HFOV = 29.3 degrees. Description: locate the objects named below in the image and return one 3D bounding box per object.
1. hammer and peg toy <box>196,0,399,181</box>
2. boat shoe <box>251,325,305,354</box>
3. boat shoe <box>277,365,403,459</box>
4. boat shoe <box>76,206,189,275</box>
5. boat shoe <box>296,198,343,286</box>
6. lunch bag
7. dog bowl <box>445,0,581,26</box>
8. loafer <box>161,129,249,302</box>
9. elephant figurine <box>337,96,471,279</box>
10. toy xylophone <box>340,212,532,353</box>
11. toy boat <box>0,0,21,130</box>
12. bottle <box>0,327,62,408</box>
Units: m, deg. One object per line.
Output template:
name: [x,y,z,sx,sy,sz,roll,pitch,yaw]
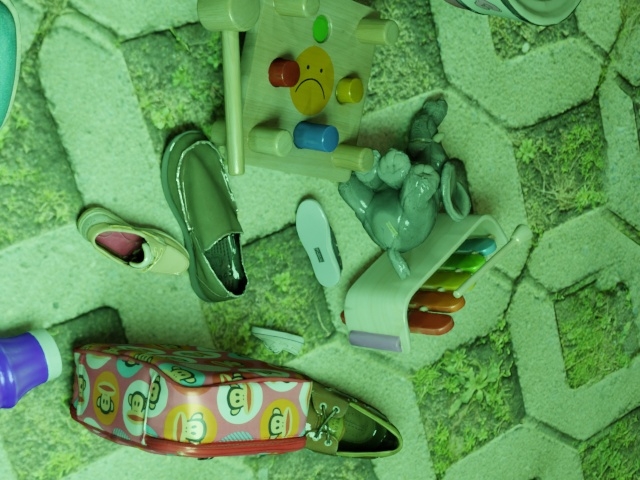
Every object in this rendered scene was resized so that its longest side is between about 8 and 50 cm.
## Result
hammer and peg toy: [-0.055,-0.213,1.629,0.361,0.127,0.266,5,97,-52]
boat shoe: [-0.064,0.149,1.796,0.100,0.035,0.035,20,84,-47]
boat shoe: [0.000,0.261,1.826,0.307,0.104,0.110,17,89,-41]
boat shoe: [-0.238,0.014,1.595,0.170,0.059,0.063,24,108,-36]
boat shoe: [0.000,0.000,1.814,0.040,0.049,0.142,-56,135,-60]
lunch bag: [-0.154,0.196,1.564,0.258,0.293,0.120,2,93,-39]
dog bowl: [0.262,-0.515,1.798,0.408,0.150,0.408,-7,98,-52]
loafer: [-0.142,-0.029,1.657,0.094,0.087,0.251,-28,117,-32]
elephant figurine: [0.152,-0.087,1.853,0.239,0.169,0.186,-25,149,-56]
toy xylophone: [0.179,0.052,1.850,0.323,0.236,0.081,-38,119,-31]
toy boat: [-0.475,-0.158,1.284,0.318,0.148,0.267,-1,130,-28]
bottle: [-0.446,0.180,1.447,0.283,0.092,0.118,-22,114,-35]
